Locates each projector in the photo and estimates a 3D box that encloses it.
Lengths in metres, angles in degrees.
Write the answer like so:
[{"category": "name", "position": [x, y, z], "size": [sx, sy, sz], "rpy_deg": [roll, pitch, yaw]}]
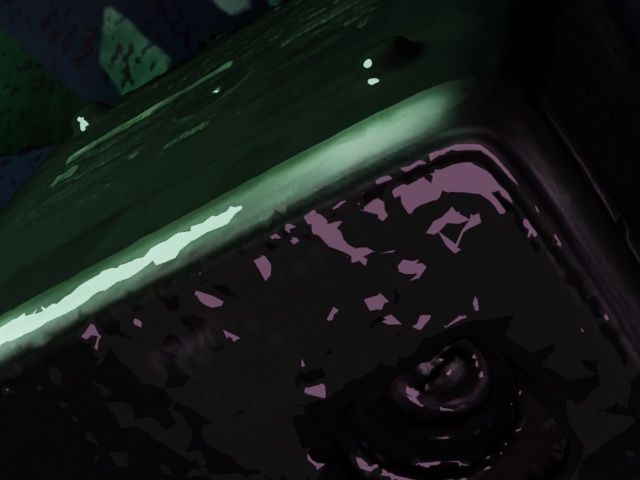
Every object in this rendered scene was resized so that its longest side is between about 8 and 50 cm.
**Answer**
[{"category": "projector", "position": [0.000, 0.000, 0.892], "size": [0.395, 0.405, 0.242], "rpy_deg": [-29, 109, 22]}]
